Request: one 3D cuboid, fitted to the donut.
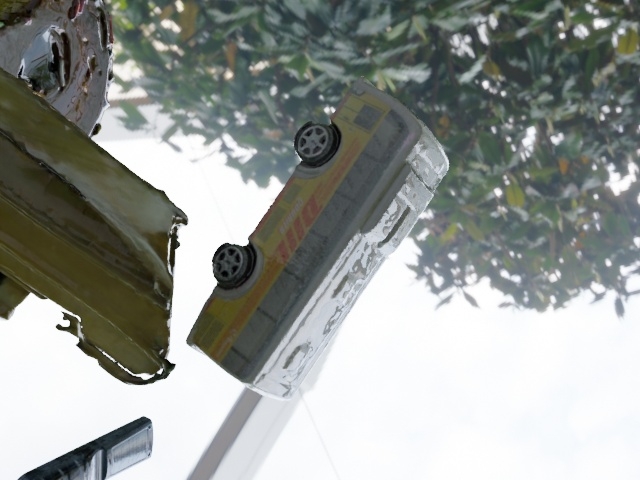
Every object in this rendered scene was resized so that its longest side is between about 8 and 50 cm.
[{"bbox_3d":[-0.294,-0.164,0.813,0.096,0.216,0.230,17,-122,24],"label":"donut"}]

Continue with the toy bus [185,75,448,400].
[{"bbox_3d":[0.000,0.000,0.718,0.106,0.092,0.268,33,-93,35],"label":"toy bus"}]

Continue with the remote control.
[{"bbox_3d":[-0.207,0.203,0.770,0.027,0.152,0.044,7,-75,32],"label":"remote control"}]

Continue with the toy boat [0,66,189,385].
[{"bbox_3d":[-0.272,-0.058,0.587,0.162,0.445,0.136,-38,-151,20],"label":"toy boat"}]
